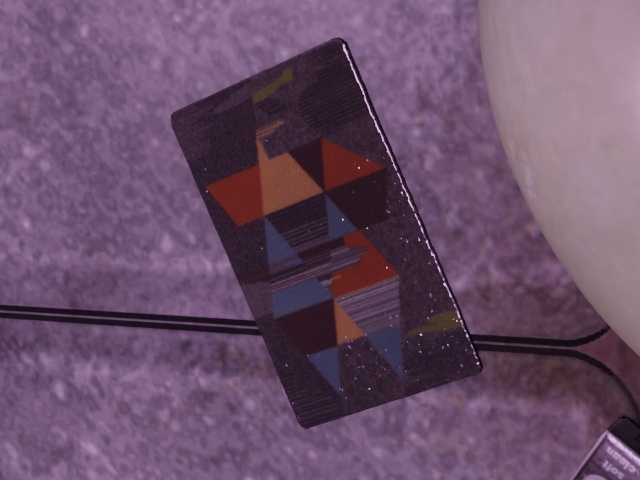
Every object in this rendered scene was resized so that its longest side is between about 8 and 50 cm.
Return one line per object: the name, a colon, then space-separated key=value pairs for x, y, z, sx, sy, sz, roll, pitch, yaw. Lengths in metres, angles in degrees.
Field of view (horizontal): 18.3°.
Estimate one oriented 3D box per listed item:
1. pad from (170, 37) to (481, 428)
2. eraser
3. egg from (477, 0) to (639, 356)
pad: x=0.000 y=0.000 z=1.176 sx=0.143 sy=0.003 sz=0.211 roll=-22 pitch=93 yaw=35
eraser: x=0.195 y=0.155 z=1.090 sx=0.122 sy=0.029 sz=0.052 roll=39 pitch=122 yaw=15
egg: x=0.231 y=-0.047 z=0.852 sx=0.278 sy=0.278 sz=0.336 roll=-29 pitch=94 yaw=35
